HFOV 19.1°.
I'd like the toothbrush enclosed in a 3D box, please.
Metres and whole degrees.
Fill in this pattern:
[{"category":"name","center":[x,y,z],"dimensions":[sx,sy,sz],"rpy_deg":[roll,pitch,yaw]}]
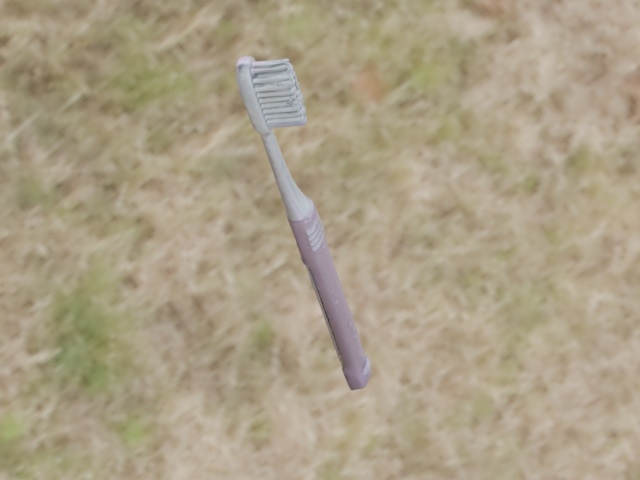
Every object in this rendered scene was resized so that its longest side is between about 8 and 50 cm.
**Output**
[{"category":"toothbrush","center":[0.000,0.000,1.127],"dimensions":[0.354,0.029,0.024],"rpy_deg":[72,21,-57]}]
